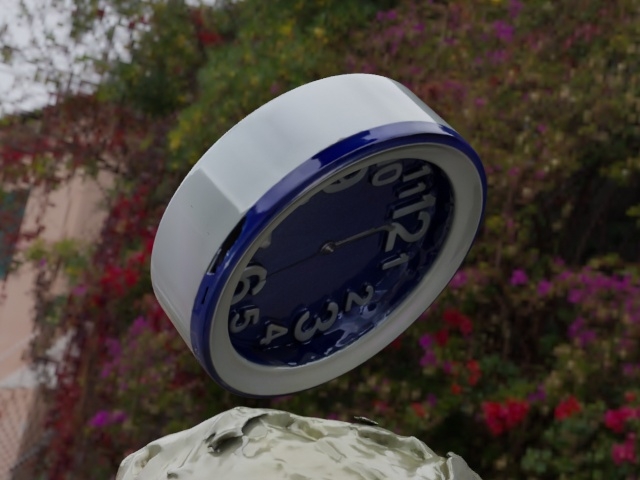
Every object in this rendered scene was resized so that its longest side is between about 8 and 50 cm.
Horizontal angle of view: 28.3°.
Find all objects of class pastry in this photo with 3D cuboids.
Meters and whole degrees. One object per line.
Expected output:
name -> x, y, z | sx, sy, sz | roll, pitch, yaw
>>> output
pastry -> -0.010, 0.201, 0.664 | 0.265, 0.133, 0.264 | 4, -50, 5

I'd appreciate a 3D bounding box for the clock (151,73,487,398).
clock -> 0.000, 0.000, 0.856 | 0.083, 0.230, 0.230 | 46, 2, 33
